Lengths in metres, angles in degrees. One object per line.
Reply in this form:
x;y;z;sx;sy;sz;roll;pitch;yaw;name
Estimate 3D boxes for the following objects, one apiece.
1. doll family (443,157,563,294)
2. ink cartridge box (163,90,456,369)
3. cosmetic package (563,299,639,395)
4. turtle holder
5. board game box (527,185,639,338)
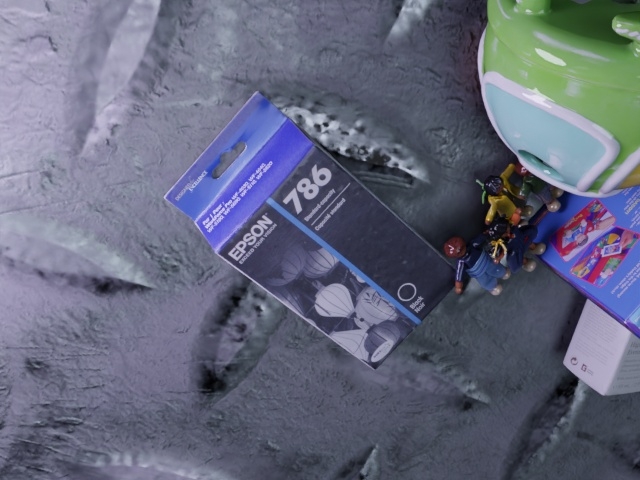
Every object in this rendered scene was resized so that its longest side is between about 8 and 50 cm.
0.216;-0.021;0.840;0.111;0.076;0.193;33;72;-44;doll family
0.000;0.000;0.815;0.332;0.065;0.165;38;99;-25;ink cartridge box
0.426;0.084;0.943;0.117;0.085;0.231;-1;115;-31;cosmetic package
0.317;-0.162;0.711;0.320;0.243;0.228;16;136;17;turtle holder
0.416;-0.069;0.804;0.078;0.233;0.347;37;99;-25;board game box
